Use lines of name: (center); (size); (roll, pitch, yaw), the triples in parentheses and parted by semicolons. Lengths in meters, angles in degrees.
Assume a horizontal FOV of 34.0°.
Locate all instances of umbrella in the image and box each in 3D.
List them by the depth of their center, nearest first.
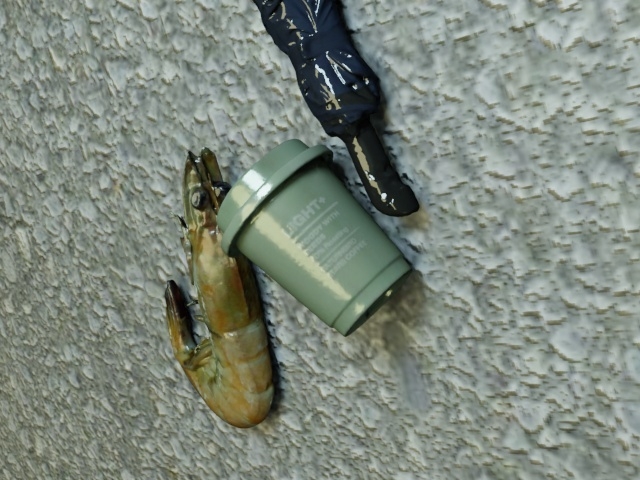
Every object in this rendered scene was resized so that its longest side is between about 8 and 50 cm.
umbrella: (0.004, -0.127, 0.803); (0.071, 0.071, 0.248); (-24, 87, 49)

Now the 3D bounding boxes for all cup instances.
cup: (0.000, 0.000, 0.835); (0.141, 0.120, 0.120); (42, 134, 11)

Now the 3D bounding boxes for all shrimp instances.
shrimp: (-0.116, 0.047, 1.021); (0.169, 0.058, 0.296); (13, 119, 46)
